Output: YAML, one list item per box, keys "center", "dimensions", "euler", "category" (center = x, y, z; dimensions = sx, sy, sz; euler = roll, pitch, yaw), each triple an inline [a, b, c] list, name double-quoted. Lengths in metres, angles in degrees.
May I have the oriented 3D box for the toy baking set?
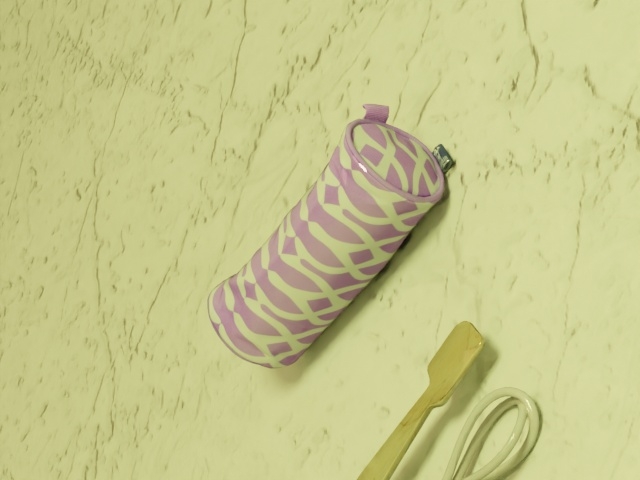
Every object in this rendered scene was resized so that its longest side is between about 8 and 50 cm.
- center: [0.071, 0.188, 1.137]
  dimensions: [0.197, 0.030, 0.256]
  euler: [-36, 45, 40]
  category: "toy baking set"

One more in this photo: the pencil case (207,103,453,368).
- center: [0.000, 0.000, 1.293]
  dimensions: [0.206, 0.086, 0.088]
  euler: [-50, 56, 30]
  category: "pencil case"
